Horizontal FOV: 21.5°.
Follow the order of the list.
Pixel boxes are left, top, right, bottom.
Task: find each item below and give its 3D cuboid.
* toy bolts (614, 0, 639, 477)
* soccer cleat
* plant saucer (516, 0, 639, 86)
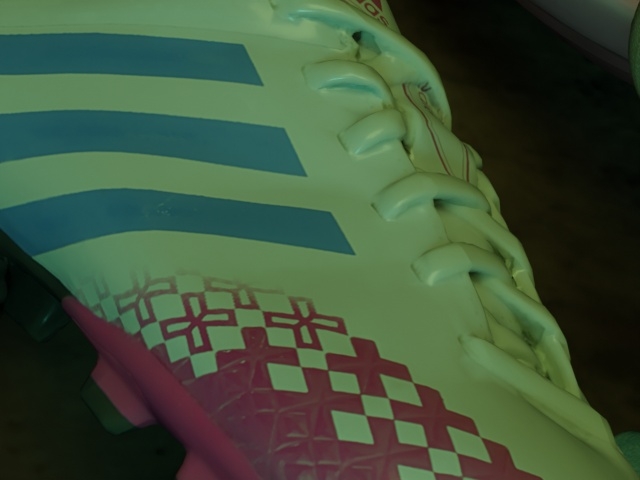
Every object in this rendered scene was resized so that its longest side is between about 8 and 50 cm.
[{"bbox_3d":[0.135,0.040,0.493,0.158,0.218,0.228,34,90,24],"label":"toy bolts"},{"bbox_3d":[0.000,0.000,0.432,0.331,0.116,0.143,37,85,31],"label":"soccer cleat"},{"bbox_3d":[0.181,-0.160,0.632,0.332,0.084,0.332,3,55,-4],"label":"plant saucer"}]
